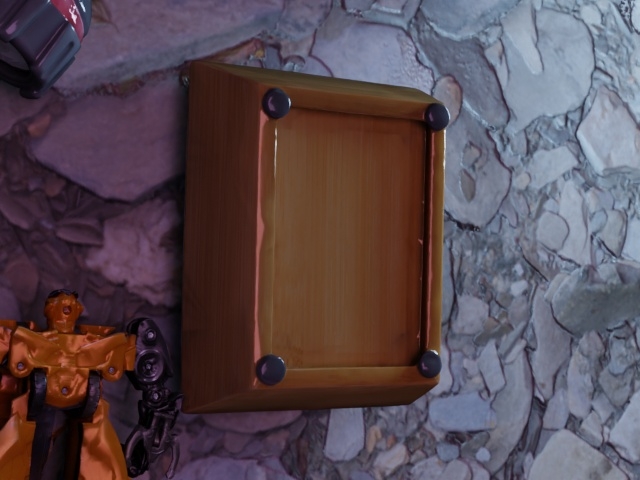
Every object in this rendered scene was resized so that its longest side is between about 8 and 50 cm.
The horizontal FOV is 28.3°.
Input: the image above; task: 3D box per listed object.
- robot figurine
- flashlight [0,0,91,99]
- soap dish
[{"bbox_3d":[-0.214,0.181,0.957,0.211,0.085,0.291,8,86,-32],"label":"robot figurine"},{"bbox_3d":[-0.166,-0.252,0.985,0.304,0.103,0.103,-56,155,-22],"label":"flashlight"},{"bbox_3d":[0.000,0.000,1.072,0.229,0.118,0.291,3,87,-32],"label":"soap dish"}]
